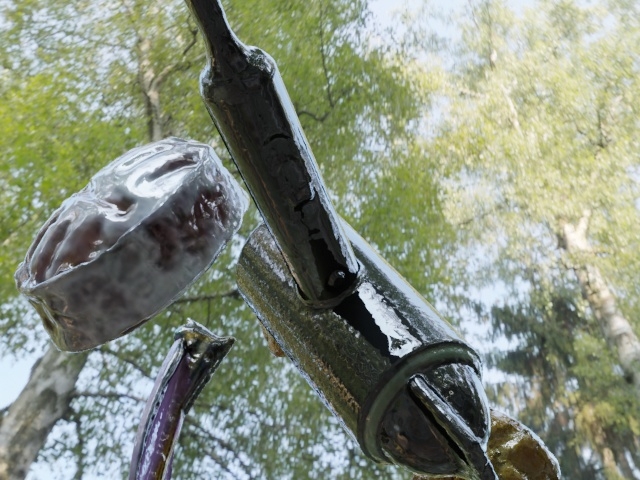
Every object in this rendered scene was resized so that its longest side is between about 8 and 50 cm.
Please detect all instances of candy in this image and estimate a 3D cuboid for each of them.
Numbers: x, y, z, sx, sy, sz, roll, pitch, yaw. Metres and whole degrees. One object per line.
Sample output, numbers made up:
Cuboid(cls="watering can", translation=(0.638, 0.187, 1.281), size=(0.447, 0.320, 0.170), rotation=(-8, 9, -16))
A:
Cuboid(cls="candy", translation=(-0.217, -0.006, 0.917), size=(0.214, 0.289, 0.157), rotation=(4, -47, 52))

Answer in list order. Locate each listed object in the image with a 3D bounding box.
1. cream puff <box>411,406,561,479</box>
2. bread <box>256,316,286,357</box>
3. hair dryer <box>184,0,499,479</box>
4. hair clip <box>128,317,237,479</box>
Cuboid(cls="cream puff", translation=(0.158, 0.238, 0.790), size=(0.150, 0.115, 0.165), rotation=(-6, -44, 47))
Cuboid(cls="bread", translation=(-0.073, 0.127, 1.486), size=(0.094, 0.245, 0.102), rotation=(5, -61, -20))
Cuboid(cls="hair dryer", translation=(0.000, 0.000, 0.354), size=(0.078, 0.195, 0.248), rotation=(-35, -48, -9))
Cuboid(cls="hair clip", translation=(-0.212, 0.260, 1.118), size=(0.095, 0.359, 0.110), rotation=(27, -40, -10))
